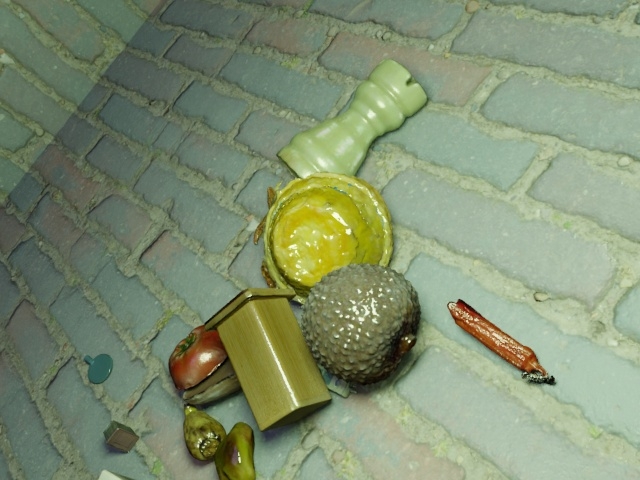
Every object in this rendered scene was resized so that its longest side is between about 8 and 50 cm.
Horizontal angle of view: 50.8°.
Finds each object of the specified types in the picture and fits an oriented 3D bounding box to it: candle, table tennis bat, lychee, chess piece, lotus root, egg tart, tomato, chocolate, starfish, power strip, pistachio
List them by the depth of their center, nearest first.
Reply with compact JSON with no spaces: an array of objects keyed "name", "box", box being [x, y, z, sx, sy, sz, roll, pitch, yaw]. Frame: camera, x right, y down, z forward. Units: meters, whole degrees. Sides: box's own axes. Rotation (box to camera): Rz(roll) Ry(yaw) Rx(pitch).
[{"name":"candle","box":[0.394,0.222,1.495,0.301,0.084,0.059,38,120,39]},{"name":"lychee","box":[0.098,0.184,1.583,0.300,0.300,0.300,-19,52,26]},{"name":"power strip","box":[0.022,0.351,1.708,0.191,0.030,0.048,16,73,43]},{"name":"pistachio","box":[-0.217,0.548,1.708,0.110,0.100,0.189,-22,52,20]},{"name":"egg tart","box":[0.000,0.000,1.775,0.387,0.169,0.388,1,92,19]},{"name":"lotus root","box":[-0.321,0.513,1.823,0.108,0.094,0.190,-32,35,-13]},{"name":"chocolate","box":[-0.259,0.378,1.860,0.261,0.083,0.161,-28,22,24]},{"name":"tomato","box":[-0.352,0.319,1.912,0.225,0.085,0.225,-31,22,14]},{"name":"chess piece","box":[0.097,-0.324,1.977,0.442,0.234,0.234,-46,45,-1]},{"name":"starfish","box":[-0.129,-0.082,2.103,0.240,0.043,0.227,-50,44,2]},{"name":"table tennis bat","box":[-0.744,0.419,2.249,0.155,0.019,0.100,18,74,41]}]

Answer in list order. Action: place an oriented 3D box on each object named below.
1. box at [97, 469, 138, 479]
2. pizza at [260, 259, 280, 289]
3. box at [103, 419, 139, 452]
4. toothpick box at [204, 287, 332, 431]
[{"name":"box","box":[-0.466,0.760,1.725,0.341,0.143,0.225,9,67,41]},{"name":"pizza","box":[-0.101,0.029,1.961,0.161,0.085,0.305,-3,65,23]},{"name":"box","box":[-0.589,0.573,1.985,0.060,0.084,0.063,-53,40,-4]},{"name":"toothpick box","box":[-0.121,0.295,1.684,0.187,0.190,0.308,-38,66,29]}]
